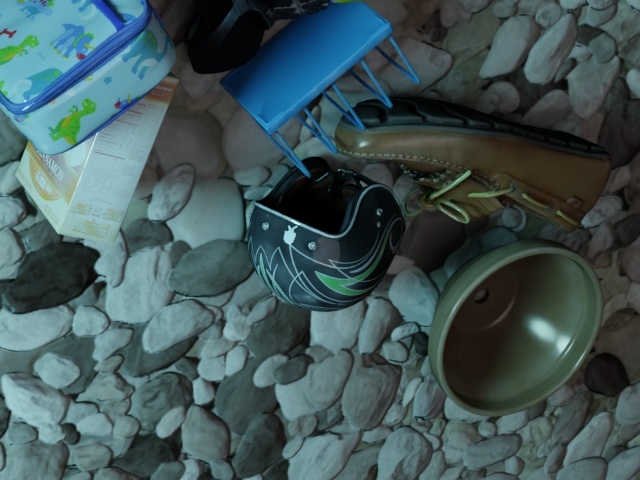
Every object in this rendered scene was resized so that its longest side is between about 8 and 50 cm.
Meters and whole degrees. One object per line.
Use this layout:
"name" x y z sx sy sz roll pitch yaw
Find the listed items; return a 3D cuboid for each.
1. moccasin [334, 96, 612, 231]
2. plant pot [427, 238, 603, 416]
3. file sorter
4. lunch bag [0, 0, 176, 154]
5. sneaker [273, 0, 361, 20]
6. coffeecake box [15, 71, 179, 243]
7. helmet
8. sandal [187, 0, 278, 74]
"moccasin" 0.173 -0.079 1.939 0.380 0.139 0.147 9 104 -42
"plant pot" 0.224 0.092 2.069 0.237 0.110 0.237 -14 122 -23
"file sorter" 0.004 -0.169 1.796 0.170 0.118 0.104 -40 131 -3
"lunch bag" -0.245 -0.195 1.579 0.176 0.219 0.090 -36 135 -5
"sneaker" -0.004 -0.302 1.736 0.275 0.110 0.107 -11 164 -8
"coffeecake box" -0.229 -0.113 1.682 0.068 0.142 0.185 12 110 -34
"helmet" 0.000 0.000 1.862 0.161 0.169 0.169 -46 130 -20
"sandal" -0.080 -0.222 1.662 0.097 0.054 0.254 -15 164 -10
